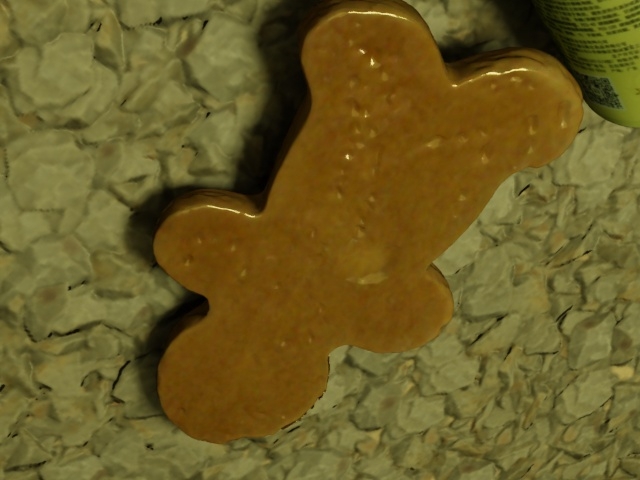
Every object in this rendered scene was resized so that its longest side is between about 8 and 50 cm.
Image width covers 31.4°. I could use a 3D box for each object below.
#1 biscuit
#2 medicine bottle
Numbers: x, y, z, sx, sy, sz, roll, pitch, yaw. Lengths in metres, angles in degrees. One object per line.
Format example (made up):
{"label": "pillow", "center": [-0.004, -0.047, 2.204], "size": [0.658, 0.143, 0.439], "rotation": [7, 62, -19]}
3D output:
{"label": "biscuit", "center": [0.000, 0.000, 0.728], "size": [0.216, 0.047, 0.339], "rotation": [17, 120, -23]}
{"label": "medicine bottle", "center": [0.163, -0.179, 0.640], "size": [0.124, 0.124, 0.239], "rotation": [-37, 129, 3]}
